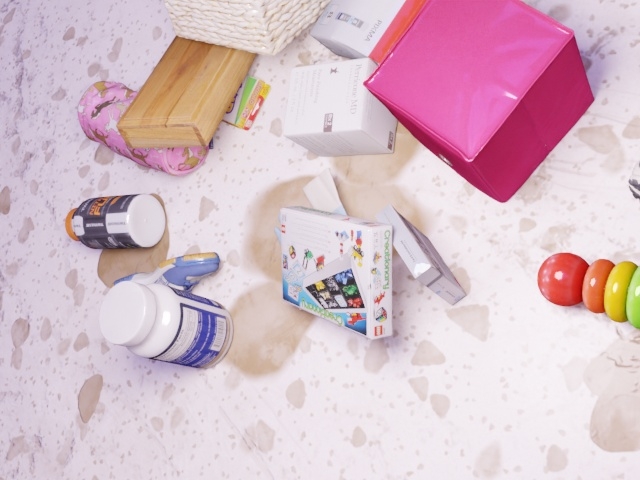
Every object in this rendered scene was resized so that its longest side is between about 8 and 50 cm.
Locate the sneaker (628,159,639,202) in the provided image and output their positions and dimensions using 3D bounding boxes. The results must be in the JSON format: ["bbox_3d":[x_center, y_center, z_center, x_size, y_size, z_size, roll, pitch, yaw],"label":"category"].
[{"bbox_3d":[0.613,-0.073,1.114,0.275,0.107,0.110,34,84,35],"label":"sneaker"}]

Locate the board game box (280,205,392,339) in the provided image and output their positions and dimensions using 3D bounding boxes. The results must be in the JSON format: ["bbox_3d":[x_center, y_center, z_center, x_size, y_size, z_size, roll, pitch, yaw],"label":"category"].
[{"bbox_3d":[0.021,0.048,1.346,0.305,0.053,0.193,16,110,56],"label":"board game box"}]

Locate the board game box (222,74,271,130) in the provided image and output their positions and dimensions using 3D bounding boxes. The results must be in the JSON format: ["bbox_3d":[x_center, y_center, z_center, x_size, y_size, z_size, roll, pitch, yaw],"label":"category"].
[{"bbox_3d":[-0.240,-0.358,1.785,0.259,0.039,0.124,26,89,33],"label":"board game box"}]

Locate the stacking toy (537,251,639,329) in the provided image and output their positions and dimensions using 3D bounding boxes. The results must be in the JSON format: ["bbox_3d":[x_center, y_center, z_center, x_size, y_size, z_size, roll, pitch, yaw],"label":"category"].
[{"bbox_3d":[0.490,0.081,1.122,0.330,0.141,0.141,12,81,38],"label":"stacking toy"}]

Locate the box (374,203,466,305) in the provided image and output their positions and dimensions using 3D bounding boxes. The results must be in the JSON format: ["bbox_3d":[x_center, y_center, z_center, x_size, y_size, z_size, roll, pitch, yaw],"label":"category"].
[{"bbox_3d":[0.179,0.028,1.295,0.038,0.186,0.145,-38,58,13],"label":"box"}]

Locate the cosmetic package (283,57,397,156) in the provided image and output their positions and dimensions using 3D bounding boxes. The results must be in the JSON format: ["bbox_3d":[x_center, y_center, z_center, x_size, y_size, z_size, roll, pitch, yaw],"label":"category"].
[{"bbox_3d":[0.046,-0.265,1.496,0.183,0.151,0.151,0,78,32],"label":"cosmetic package"}]

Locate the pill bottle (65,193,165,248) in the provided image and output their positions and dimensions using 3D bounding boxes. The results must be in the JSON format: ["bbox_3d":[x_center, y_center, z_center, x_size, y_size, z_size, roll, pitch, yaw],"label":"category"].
[{"bbox_3d":[-0.509,-0.043,1.787,0.245,0.130,0.130,-2,73,31],"label":"pill bottle"}]

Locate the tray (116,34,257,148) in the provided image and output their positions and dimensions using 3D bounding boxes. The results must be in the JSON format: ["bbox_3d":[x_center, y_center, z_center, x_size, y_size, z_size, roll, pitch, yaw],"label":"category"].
[{"bbox_3d":[-0.282,-0.377,1.673,0.202,0.076,0.411,2,49,23],"label":"tray"}]

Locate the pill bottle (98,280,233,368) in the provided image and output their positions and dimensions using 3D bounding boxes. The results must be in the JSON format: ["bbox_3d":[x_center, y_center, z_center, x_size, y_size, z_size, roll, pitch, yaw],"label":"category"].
[{"bbox_3d":[-0.314,0.172,1.509,0.153,0.264,0.153,-11,68,29],"label":"pill bottle"}]

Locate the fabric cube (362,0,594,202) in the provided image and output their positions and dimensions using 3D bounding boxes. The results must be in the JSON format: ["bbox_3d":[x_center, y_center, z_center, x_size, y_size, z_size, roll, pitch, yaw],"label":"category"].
[{"bbox_3d":[0.279,-0.258,1.271,0.254,0.258,0.259,43,99,27],"label":"fabric cube"}]

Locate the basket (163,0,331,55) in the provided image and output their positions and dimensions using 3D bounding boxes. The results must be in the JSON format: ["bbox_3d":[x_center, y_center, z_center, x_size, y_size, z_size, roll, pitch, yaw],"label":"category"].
[{"bbox_3d":[-0.152,-0.610,1.600,0.331,0.266,0.328,19,52,32],"label":"basket"}]

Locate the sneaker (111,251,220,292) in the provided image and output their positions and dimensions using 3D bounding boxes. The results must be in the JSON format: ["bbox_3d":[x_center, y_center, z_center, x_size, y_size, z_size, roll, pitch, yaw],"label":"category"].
[{"bbox_3d":[-0.336,0.115,1.657,0.296,0.112,0.131,-22,79,28],"label":"sneaker"}]

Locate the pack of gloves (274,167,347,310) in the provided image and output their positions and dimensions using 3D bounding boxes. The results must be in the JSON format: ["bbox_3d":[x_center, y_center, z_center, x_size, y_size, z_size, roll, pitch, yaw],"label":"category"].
[{"bbox_3d":[0.000,0.000,1.516,0.195,0.046,0.232,-39,58,34],"label":"pack of gloves"}]

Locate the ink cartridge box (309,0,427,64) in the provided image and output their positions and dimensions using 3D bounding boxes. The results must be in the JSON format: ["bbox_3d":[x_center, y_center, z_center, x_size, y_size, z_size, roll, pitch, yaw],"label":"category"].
[{"bbox_3d":[0.151,-0.504,1.456,0.308,0.091,0.385,-55,26,4],"label":"ink cartridge box"}]

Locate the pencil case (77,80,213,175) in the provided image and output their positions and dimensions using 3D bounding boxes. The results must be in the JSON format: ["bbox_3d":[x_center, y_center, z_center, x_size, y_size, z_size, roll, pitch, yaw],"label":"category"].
[{"bbox_3d":[-0.442,-0.284,1.811,0.386,0.160,0.167,22,48,36],"label":"pencil case"}]
